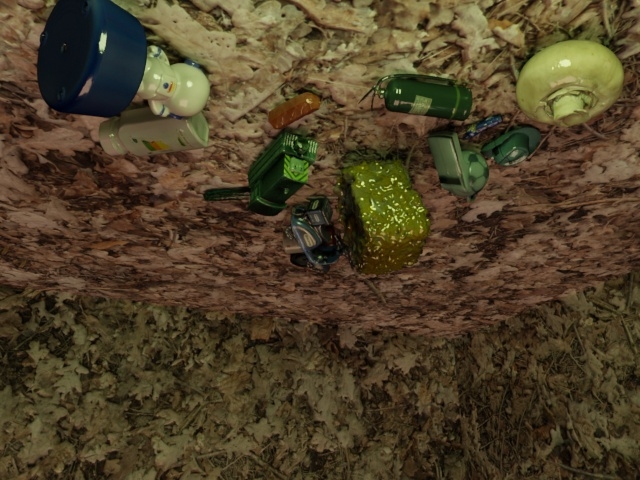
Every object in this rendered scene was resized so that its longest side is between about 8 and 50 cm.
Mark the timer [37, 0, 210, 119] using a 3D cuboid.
[{"bbox_3d":[-0.432,-0.394,1.292,0.270,0.270,0.384,-18,164,35],"label":"timer"}]

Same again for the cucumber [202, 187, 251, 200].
[{"bbox_3d":[-0.313,-0.170,1.990,0.257,0.043,0.044,-2,151,8],"label":"cucumber"}]

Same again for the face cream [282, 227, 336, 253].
[{"bbox_3d":[-0.046,0.001,2.302,0.214,0.095,0.096,-6,155,13],"label":"face cream"}]

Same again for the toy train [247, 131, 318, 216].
[{"bbox_3d":[-0.129,-0.205,1.744,0.139,0.178,0.330,14,154,-26],"label":"toy train"}]

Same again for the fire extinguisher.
[{"bbox_3d":[0.252,-0.384,1.444,0.295,0.093,0.118,5,130,-9],"label":"fire extinguisher"}]

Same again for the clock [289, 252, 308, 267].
[{"bbox_3d":[-0.053,0.078,2.545,0.185,0.040,0.184,1,155,0],"label":"clock"}]

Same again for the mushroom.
[{"bbox_3d":[0.610,-0.371,1.332,0.246,0.202,0.246,9,151,5],"label":"mushroom"}]

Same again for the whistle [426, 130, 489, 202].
[{"bbox_3d":[0.451,-0.242,1.720,0.164,0.163,0.289,-10,123,23],"label":"whistle"}]

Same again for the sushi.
[{"bbox_3d":[0.193,-0.081,1.825,0.240,0.351,0.396,-13,153,-9],"label":"sushi"}]

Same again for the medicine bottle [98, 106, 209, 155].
[{"bbox_3d":[-0.488,-0.318,1.580,0.296,0.111,0.161,-3,156,11],"label":"medicine bottle"}]

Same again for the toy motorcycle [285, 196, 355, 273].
[{"bbox_3d":[0.000,0.000,2.148,0.213,0.125,0.358,-6,131,23],"label":"toy motorcycle"}]

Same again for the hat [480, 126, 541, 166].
[{"bbox_3d":[0.595,-0.277,1.685,0.138,0.077,0.191,14,153,-32],"label":"hat"}]

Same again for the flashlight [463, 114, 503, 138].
[{"bbox_3d":[0.479,-0.340,1.602,0.121,0.057,0.035,-24,109,32],"label":"flashlight"}]

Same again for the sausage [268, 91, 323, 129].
[{"bbox_3d":[-0.068,-0.368,1.515,0.169,0.065,0.065,-19,149,36],"label":"sausage"}]
